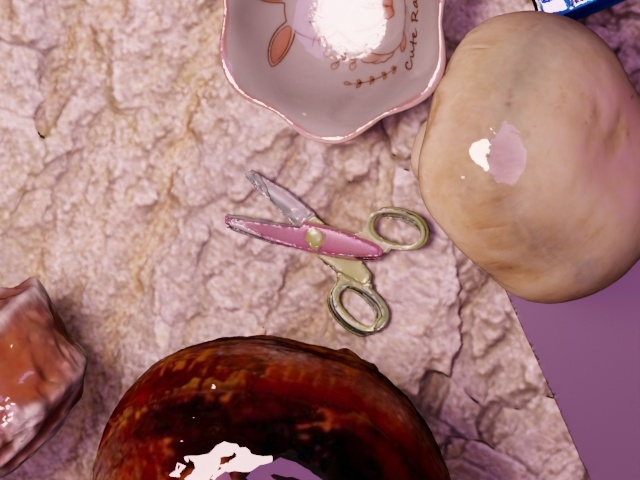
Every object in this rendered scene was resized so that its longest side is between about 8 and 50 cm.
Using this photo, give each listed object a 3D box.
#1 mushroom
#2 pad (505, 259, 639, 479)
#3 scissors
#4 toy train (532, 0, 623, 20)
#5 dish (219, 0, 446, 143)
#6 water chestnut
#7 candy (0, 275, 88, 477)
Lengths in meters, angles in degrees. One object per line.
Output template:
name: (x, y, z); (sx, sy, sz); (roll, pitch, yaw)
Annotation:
mushroom: (0.175, -0.072, 1.708); (0.234, 0.254, 0.260); (-2, 94, 46)
pad: (0.308, 0.105, 1.803); (0.202, 0.005, 0.300); (-25, 91, 9)
scissors: (0.000, 0.000, 1.829); (0.187, 0.020, 0.133); (28, 102, 4)
toy train: (0.230, -0.305, 1.729); (0.131, 0.083, 0.204); (-21, 85, 26)
dish: (0.019, -0.206, 1.781); (0.229, 0.081, 0.229); (1, 96, 12)
water chestnut: (-0.028, 0.229, 1.739); (0.350, 0.302, 0.350); (9, 129, 11)
candy: (-0.347, 0.162, 1.795); (0.289, 0.214, 0.157); (-37, 95, 10)
